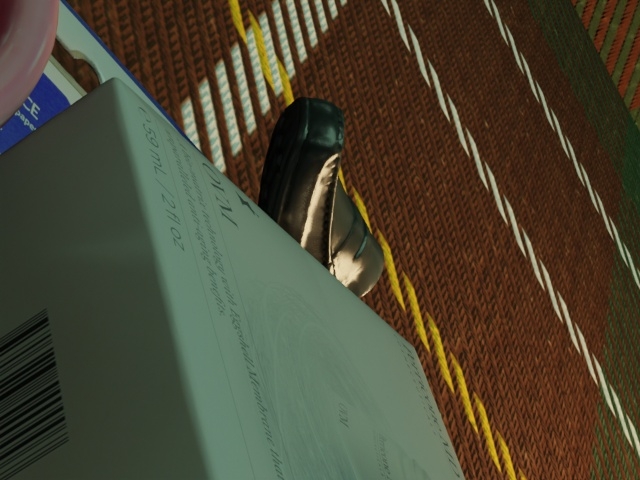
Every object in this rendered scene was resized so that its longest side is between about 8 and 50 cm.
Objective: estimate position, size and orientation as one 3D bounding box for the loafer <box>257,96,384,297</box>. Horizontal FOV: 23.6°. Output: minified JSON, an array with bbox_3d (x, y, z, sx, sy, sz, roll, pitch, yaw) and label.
[{"bbox_3d":[0.000,0.000,0.903,0.223,0.078,0.076,98,-3,-51],"label":"loafer"}]

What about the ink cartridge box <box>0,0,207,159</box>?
[{"bbox_3d":[-0.151,0.001,0.731,0.303,0.072,0.307,49,25,-32],"label":"ink cartridge box"}]

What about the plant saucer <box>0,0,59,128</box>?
[{"bbox_3d":[-0.251,-0.138,0.539,0.332,0.084,0.332,32,34,-25],"label":"plant saucer"}]

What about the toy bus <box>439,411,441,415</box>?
[{"bbox_3d":[0.014,0.116,0.826,0.191,0.104,0.202,74,13,-54],"label":"toy bus"}]

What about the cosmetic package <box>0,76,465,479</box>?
[{"bbox_3d":[-0.039,0.104,0.559,0.224,0.138,0.224,44,19,-45],"label":"cosmetic package"}]
